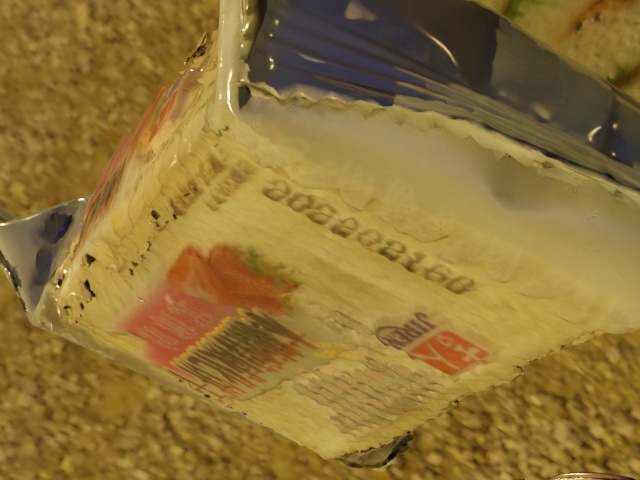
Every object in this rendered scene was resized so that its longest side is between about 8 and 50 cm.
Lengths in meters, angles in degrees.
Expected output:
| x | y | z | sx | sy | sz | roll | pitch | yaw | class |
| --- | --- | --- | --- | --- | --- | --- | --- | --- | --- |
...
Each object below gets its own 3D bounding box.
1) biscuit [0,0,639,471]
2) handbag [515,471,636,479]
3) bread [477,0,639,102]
| x | y | z | sx | sy | sz | roll | pitch | yaw | class |
| --- | --- | --- | --- | --- | --- | --- | --- | --- | --- |
| 0.004 | 0.002 | 0.562 | 0.309 | 0.186 | 0.079 | -37 | 26 | 62 | biscuit |
| 0.172 | 0.233 | 1.103 | 0.205 | 0.179 | 0.116 | -5 | 46 | 34 | handbag |
| 0.195 | -0.220 | 1.621 | 0.366 | 0.382 | 0.129 | -20 | 41 | -19 | bread |
